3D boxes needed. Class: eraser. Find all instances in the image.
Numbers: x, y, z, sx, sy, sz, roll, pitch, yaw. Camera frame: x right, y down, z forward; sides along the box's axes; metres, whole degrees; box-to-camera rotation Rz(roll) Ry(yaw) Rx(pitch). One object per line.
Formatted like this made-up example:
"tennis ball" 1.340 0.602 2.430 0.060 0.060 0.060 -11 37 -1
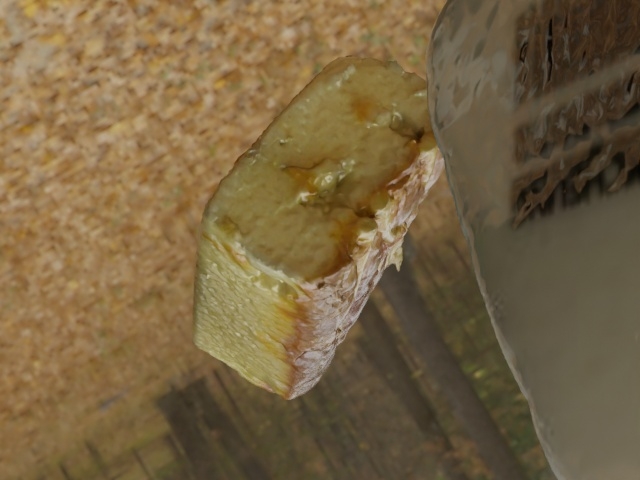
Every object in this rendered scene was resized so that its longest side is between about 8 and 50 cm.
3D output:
"eraser" 0.201 -0.064 0.545 0.150 0.331 0.331 17 144 -30

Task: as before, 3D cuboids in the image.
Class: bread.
"bread" 0.000 0.000 0.916 0.185 0.114 0.275 -50 172 -22
